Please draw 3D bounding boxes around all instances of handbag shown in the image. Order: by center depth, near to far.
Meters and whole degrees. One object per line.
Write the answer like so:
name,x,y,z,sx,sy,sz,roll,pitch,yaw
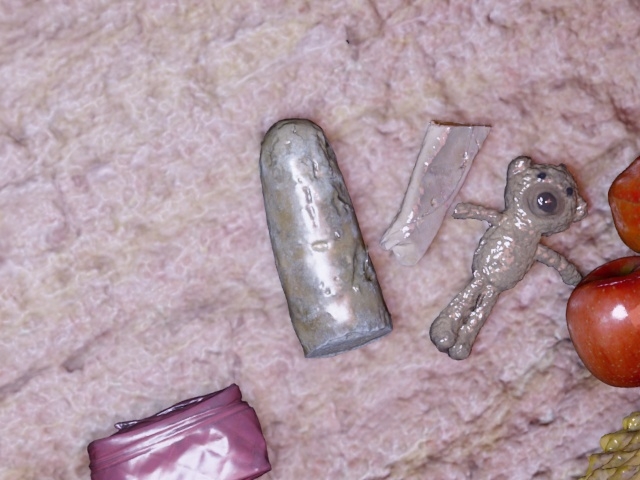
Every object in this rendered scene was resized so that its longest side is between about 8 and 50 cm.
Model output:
handbag,-0.182,0.274,1.569,0.225,0.146,0.135,-22,85,-11

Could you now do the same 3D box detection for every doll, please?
doll,0.246,0.018,1.690,0.286,0.091,0.202,-31,92,1

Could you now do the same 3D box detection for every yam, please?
yam,0.000,0.000,1.607,0.133,0.133,0.330,-16,96,-11

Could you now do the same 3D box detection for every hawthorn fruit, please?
hawthorn fruit,0.493,-0.051,1.677,0.157,0.194,0.157,-1,92,-23

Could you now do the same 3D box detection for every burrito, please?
burrito,0.151,-0.073,1.665,0.087,0.060,0.226,26,88,-18

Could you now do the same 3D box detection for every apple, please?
apple,0.427,0.111,1.681,0.181,0.181,0.168,-20,94,-10

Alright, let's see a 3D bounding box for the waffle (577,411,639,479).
waffle,0.510,0.305,1.677,0.324,0.261,0.151,-31,93,-11
